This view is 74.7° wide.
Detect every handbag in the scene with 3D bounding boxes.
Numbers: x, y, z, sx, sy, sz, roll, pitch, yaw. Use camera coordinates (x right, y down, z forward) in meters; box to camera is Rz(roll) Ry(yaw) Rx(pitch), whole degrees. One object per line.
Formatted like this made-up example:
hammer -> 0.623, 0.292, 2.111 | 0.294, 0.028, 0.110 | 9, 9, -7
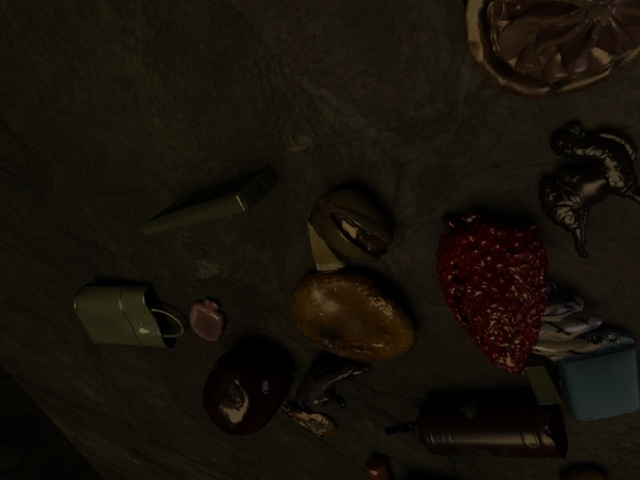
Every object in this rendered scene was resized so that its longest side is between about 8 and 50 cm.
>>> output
handbag -> -0.523, 0.214, 1.203 | 0.316, 0.109, 0.241 | 0, 126, 10

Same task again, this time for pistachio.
pistachio -> 0.055, -0.025, 0.713 | 0.149, 0.113, 0.113 | 43, 131, -14

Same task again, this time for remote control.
remote control -> -0.220, -0.068, 0.800 | 0.285, 0.123, 0.038 | -13, 115, 31

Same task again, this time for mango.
mango -> 0.565, 0.527, 0.901 | 0.079, 0.057, 0.114 | 30, 135, -7

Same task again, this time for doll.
doll -> 0.357, -0.073, 0.560 | 0.165, 0.057, 0.139 | 47, 132, -1

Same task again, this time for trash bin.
trash bin -> 0.404, 0.244, 0.766 | 0.043, 0.061, 0.092 | -17, 114, 34

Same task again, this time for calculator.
calculator -> -0.298, 0.211, 1.107 | 0.103, 0.024, 0.166 | 27, 132, 6
calculator -> 0.479, 0.238, 0.722 | 0.121, 0.039, 0.210 | -18, 116, 16

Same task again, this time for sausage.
sausage -> 0.171, 0.680, 1.202 | 0.062, 0.062, 0.154 | -1, 124, 27

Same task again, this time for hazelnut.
hazelnut -> -0.180, 0.386, 1.063 | 0.218, 0.218, 0.234 | 44, 131, -9

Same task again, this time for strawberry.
strawberry -> 0.236, 0.073, 0.623 | 0.174, 0.228, 0.098 | -1, 167, 45

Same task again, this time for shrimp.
shrimp -> -0.037, 0.506, 1.193 | 0.184, 0.043, 0.091 | 24, 124, 0

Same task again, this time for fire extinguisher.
fire extinguisher -> 0.310, 0.388, 0.875 | 0.337, 0.114, 0.135 | -19, 155, 35

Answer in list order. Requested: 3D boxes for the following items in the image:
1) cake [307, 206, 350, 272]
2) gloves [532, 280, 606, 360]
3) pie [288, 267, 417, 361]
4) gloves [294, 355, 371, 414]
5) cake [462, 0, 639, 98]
cake -> 0.000, 0.000, 0.787 | 0.065, 0.052, 0.121 | -18, 115, 37
gloves -> 0.333, 0.126, 0.676 | 0.212, 0.111, 0.127 | 23, 110, 39
pie -> 0.063, 0.163, 0.867 | 0.273, 0.069, 0.273 | 14, 129, 19
gloves -> 0.014, 0.350, 0.993 | 0.119, 0.142, 0.285 | 20, 136, -24
cake -> 0.236, -0.236, 0.419 | 0.208, 0.178, 0.185 | 5, 127, 26
